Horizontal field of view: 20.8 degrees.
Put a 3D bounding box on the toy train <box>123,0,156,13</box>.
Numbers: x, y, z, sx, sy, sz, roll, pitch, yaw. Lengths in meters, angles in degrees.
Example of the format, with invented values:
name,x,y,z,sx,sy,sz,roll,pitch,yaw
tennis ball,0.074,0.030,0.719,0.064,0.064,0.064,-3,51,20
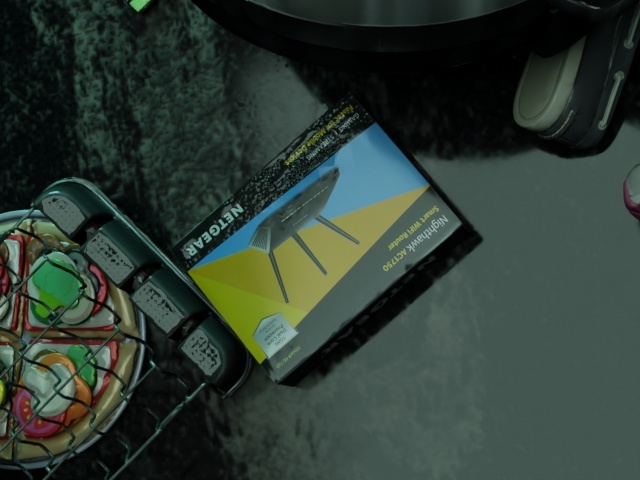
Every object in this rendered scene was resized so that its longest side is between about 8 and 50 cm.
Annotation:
name,x,y,z,sx,sy,sz,roll,pitch,yaw
toy train,-0.118,-0.209,1.354,0.083,0.017,0.023,-43,83,6

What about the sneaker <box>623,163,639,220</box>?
name,x,y,z,sx,sy,sz,roll,pitch,yaw
sneaker,0.325,-0.071,1.174,0.252,0.103,0.111,-13,75,7

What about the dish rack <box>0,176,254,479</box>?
name,x,y,z,sx,sy,sz,roll,pitch,yaw
dish rack,-0.209,0.108,1.273,0.208,0.074,0.271,45,90,5

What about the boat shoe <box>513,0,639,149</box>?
name,x,y,z,sx,sy,sz,roll,pitch,yaw
boat shoe,0.205,-0.162,1.246,0.065,0.075,0.206,27,83,-25

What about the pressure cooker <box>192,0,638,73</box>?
name,x,y,z,sx,sy,sz,roll,pitch,yaw
pressure cooker,0.039,-0.319,1.134,0.376,0.420,0.369,-5,54,-1

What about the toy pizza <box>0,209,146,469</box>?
name,x,y,z,sx,sy,sz,roll,pitch,yaw
toy pizza,-0.231,0.075,1.336,0.201,0.032,0.201,-2,81,15

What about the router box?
name,x,y,z,sx,sy,sz,roll,pitch,yaw
router box,0.000,0.000,1.275,0.179,0.046,0.133,-42,74,6
